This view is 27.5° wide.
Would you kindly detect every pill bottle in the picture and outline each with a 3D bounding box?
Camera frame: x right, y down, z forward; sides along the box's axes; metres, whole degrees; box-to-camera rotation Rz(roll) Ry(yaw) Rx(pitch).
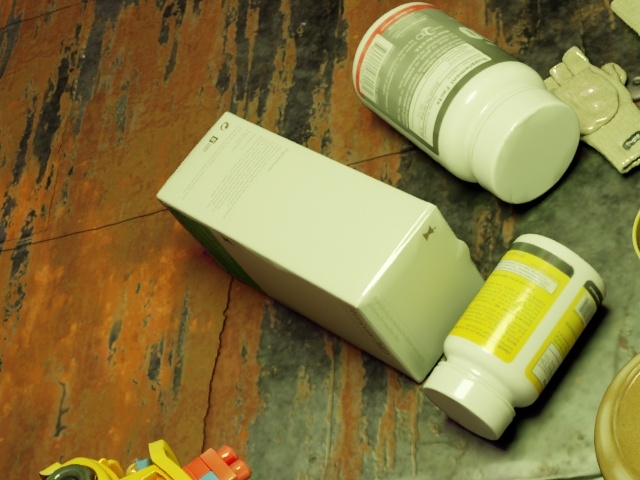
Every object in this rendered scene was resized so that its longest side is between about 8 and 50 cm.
[{"bbox_3d":[0.180,-0.172,1.625,0.161,0.161,0.283,-43,48,-4],"label":"pill bottle"},{"bbox_3d":[0.210,0.106,1.432,0.119,0.119,0.208,26,72,40],"label":"pill bottle"}]

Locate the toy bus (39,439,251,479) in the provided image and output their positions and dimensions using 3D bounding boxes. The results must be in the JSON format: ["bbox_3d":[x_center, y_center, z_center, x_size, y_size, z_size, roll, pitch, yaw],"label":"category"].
[{"bbox_3d":[-0.190,0.306,1.511,0.211,0.149,0.220,-38,43,-18],"label":"toy bus"}]

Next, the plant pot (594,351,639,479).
[{"bbox_3d":[0.392,0.186,1.331,0.236,0.032,0.236,-15,52,19],"label":"plant pot"}]

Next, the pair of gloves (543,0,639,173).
[{"bbox_3d":[0.396,-0.206,1.608,0.240,0.042,0.204,-43,51,-2],"label":"pair of gloves"}]

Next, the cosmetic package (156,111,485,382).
[{"bbox_3d":[0.000,0.000,1.580,0.366,0.197,0.155,28,74,42],"label":"cosmetic package"}]

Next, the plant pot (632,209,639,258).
[{"bbox_3d":[0.414,0.010,1.402,0.134,0.095,0.134,-15,52,20],"label":"plant pot"}]
